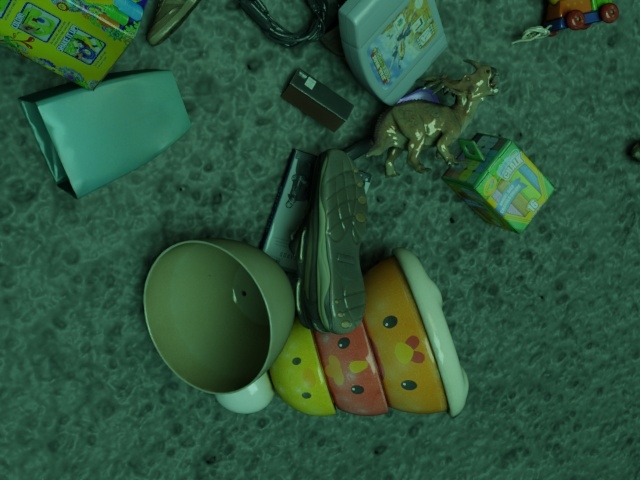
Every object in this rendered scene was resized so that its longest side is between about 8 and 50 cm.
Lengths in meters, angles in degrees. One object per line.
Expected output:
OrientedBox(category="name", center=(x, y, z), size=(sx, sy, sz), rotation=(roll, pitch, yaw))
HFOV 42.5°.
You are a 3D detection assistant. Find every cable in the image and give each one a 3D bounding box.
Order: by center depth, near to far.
OrientedBox(category="cable", center=(-0.060, -0.444, 1.513), size=(0.184, 0.047, 0.150), rotation=(40, 79, -18))

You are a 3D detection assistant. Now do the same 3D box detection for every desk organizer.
OrientedBox(category="desk organizer", center=(-0.006, -0.268, 1.580), size=(0.130, 0.050, 0.047), rotation=(33, 56, -12))

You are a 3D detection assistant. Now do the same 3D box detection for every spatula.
OrientedBox(category="spatula", center=(0.122, -0.214, 1.652), size=(0.296, 0.030, 0.084), rotation=(-33, 114, -21))

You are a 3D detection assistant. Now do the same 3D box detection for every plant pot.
OrientedBox(category="plant pot", center=(-0.355, -0.203, 1.394), size=(0.234, 0.165, 0.165), rotation=(-28, 113, -22))
OrientedBox(category="plant pot", center=(-0.156, 0.119, 1.527), size=(0.191, 0.284, 0.284), rotation=(-22, 117, -56))

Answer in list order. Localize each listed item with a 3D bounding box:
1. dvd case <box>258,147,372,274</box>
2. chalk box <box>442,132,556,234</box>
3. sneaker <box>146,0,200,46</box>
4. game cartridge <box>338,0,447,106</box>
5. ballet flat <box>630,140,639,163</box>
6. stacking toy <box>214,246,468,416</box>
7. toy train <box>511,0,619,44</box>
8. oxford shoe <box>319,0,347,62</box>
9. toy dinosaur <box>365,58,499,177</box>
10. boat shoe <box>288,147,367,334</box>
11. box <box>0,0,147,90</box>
OrientedBox(category="dvd case", center=(-0.013, -0.045, 1.651), size=(0.179, 0.029, 0.238), rotation=(16, 98, -26))
OrientedBox(category="chalk box", center=(0.360, -0.135, 1.730), size=(0.213, 0.132, 0.132), rotation=(39, 87, -26))
OrientedBox(category="sneaker", center=(-0.254, -0.425, 1.436), size=(0.071, 0.066, 0.188), rotation=(40, 81, -10))
OrientedBox(category="game cartridge", center=(0.135, -0.378, 1.525), size=(0.198, 0.062, 0.297), rotation=(-52, 152, -6))
OrientedBox(category="ballet flat", center=(0.833, -0.204, 1.960), size=(0.250, 0.058, 0.084), rotation=(-3, 70, -28))
OrientedBox(category="stacking toy", center=(0.022, 0.244, 1.634), size=(0.480, 0.350, 0.350), rotation=(-19, 112, 0))
OrientedBox(category="toy train", center=(0.492, -0.501, 1.709), size=(0.248, 0.105, 0.143), rotation=(-15, 99, -19))
OrientedBox(category="oxford shoe", center=(0.094, -0.469, 1.547), size=(0.098, 0.097, 0.271), rotation=(28, 92, -21))
OrientedBox(category="toy dinosaur", center=(0.199, -0.235, 1.601), size=(0.296, 0.127, 0.200), rotation=(-13, 96, -17))
OrientedBox(category="boat shoe", center=(0.000, 0.000, 1.532), size=(0.132, 0.130, 0.355), rotation=(23, 63, -48))
OrientedBox(category="box", center=(-0.397, -0.435, 1.228), size=(0.279, 0.177, 0.290), rotation=(25, 59, -27))
